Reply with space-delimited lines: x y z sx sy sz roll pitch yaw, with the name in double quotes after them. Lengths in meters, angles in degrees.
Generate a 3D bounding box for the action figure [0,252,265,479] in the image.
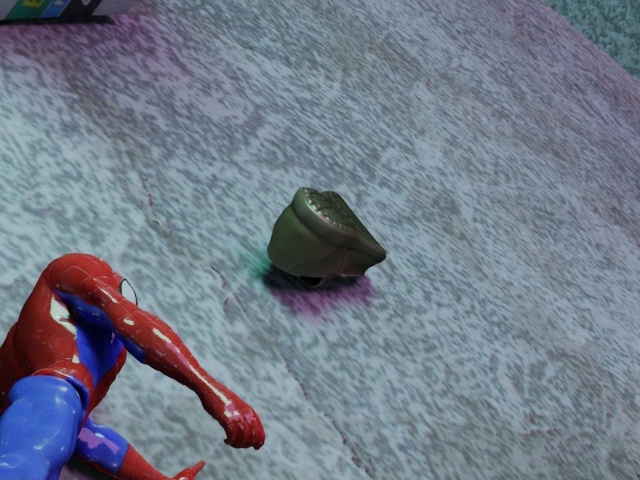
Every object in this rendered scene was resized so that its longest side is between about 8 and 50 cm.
-0.079 0.095 0.556 0.139 0.091 0.280 29 24 -11 "action figure"

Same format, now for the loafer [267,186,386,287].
0.000 0.000 0.936 0.056 0.050 0.148 51 8 18 "loafer"

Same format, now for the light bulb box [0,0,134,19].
-0.200 -0.385 0.926 0.361 0.358 0.225 46 24 10 "light bulb box"
